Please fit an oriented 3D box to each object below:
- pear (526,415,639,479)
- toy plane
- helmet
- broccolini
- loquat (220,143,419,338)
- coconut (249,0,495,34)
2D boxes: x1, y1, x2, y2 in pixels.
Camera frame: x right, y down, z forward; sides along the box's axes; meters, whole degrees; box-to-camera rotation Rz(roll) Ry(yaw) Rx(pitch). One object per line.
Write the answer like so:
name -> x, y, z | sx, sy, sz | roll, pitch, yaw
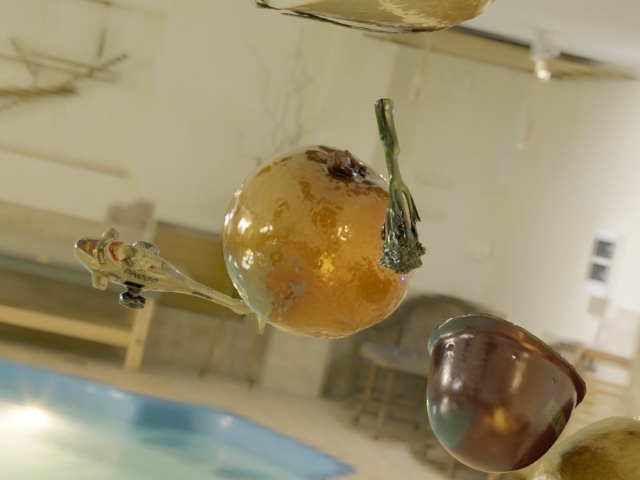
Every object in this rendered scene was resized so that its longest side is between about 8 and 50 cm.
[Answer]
pear -> 0.299, 0.275, 1.496 | 0.209, 0.209, 0.209 | 13, 2, -1
toy plane -> -0.202, 0.053, 2.042 | 0.286, 0.092, 0.108 | 25, -24, -27
helmet -> 0.161, 0.155, 1.411 | 0.155, 0.106, 0.175 | 11, -35, 19
broccolini -> 0.055, -0.042, 1.192 | 0.035, 0.140, 0.030 | -14, -7, 37
loquat -> 0.000, 0.000, 1.564 | 0.208, 0.208, 0.208 | 13, 2, -1
coconut -> 0.051, -0.302, 1.115 | 0.323, 0.323, 0.323 | 13, 2, -1
